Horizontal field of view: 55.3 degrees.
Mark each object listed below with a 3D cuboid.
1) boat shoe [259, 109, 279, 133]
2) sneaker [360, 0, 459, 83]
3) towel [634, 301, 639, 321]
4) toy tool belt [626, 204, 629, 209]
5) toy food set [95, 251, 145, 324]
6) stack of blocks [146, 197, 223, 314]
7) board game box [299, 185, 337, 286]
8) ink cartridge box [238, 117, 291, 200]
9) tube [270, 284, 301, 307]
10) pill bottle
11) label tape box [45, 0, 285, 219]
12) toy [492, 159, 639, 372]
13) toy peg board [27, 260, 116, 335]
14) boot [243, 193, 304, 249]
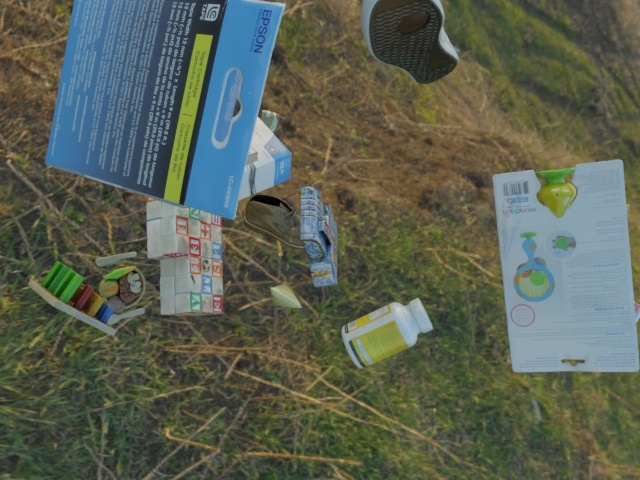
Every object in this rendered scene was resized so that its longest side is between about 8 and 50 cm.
[{"bbox_3d":[-0.195,-0.322,1.933,0.072,0.068,0.190,12,107,-28],"label":"boat shoe"},{"bbox_3d":[0.108,-0.309,0.835,0.123,0.105,0.290,69,17,11],"label":"sneaker"},{"bbox_3d":[0.662,0.171,1.499,0.144,0.197,0.029,-58,152,6],"label":"towel"},{"bbox_3d":[0.495,-0.082,1.049,0.083,0.051,0.052,59,44,-26],"label":"toy tool belt"},{"bbox_3d":[-0.546,0.133,1.693,0.132,0.038,0.192,-15,108,-35],"label":"toy food set"},{"bbox_3d":[-0.312,0.023,1.422,0.171,0.087,0.297,17,67,-62],"label":"stack of blocks"},{"bbox_3d":[0.000,0.000,1.464,0.194,0.060,0.194,67,18,-59],"label":"board game box"},{"bbox_3d":[-0.177,-0.163,1.282,0.190,0.082,0.140,-26,59,-28],"label":"ink cartridge box"},{"bbox_3d":[-0.101,0.150,1.633,0.070,0.240,0.062,-9,88,-8],"label":"tube"},{"bbox_3d":[0.146,0.198,1.334,0.103,0.184,0.103,60,10,-19],"label":"pill bottle"},{"bbox_3d":[-0.189,-0.181,0.792,0.115,0.347,0.249,2,102,-61],"label":"label tape box"},{"bbox_3d":[0.283,0.031,0.709,0.056,0.136,0.237,-30,113,-65],"label":"toy"},{"bbox_3d":[-0.528,0.121,1.345,0.160,0.161,0.079,41,75,-42],"label":"toy peg board"},{"bbox_3d":[-0.101,-0.059,1.972,0.305,0.115,0.112,18,41,5],"label":"boot"}]
